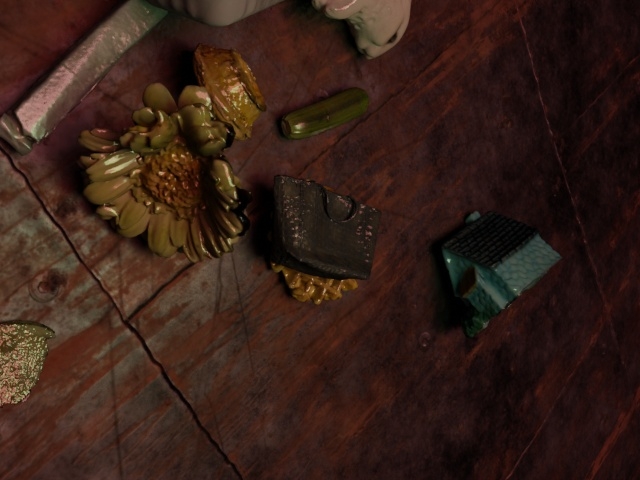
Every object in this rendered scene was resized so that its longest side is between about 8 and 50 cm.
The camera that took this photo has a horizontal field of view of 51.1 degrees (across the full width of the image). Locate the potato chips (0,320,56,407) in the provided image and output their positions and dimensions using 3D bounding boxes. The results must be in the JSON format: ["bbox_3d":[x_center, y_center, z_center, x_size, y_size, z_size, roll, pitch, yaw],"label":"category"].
[{"bbox_3d":[-0.482,0.191,0.976,0.209,0.026,0.142,-49,118,-30],"label":"potato chips"}]

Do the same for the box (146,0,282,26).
[{"bbox_3d":[-0.158,-0.434,1.069,0.337,0.264,0.106,-45,153,-47],"label":"box"}]

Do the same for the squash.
[{"bbox_3d":[0.014,-0.257,1.353,0.229,0.066,0.066,-28,110,-36],"label":"squash"}]

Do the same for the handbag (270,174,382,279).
[{"bbox_3d":[0.010,-0.018,1.286,0.270,0.089,0.175,18,74,-37],"label":"handbag"}]

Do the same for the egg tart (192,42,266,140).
[{"bbox_3d":[-0.151,-0.262,1.144,0.074,0.191,0.191,-28,118,10],"label":"egg tart"}]

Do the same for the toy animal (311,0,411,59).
[{"bbox_3d":[0.065,-0.530,1.316,0.357,0.194,0.258,30,68,-50],"label":"toy animal"}]

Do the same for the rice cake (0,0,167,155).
[{"bbox_3d":[-0.363,-0.267,1.026,0.066,0.063,0.336,48,62,-28],"label":"rice cake"}]

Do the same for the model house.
[{"bbox_3d":[0.397,0.065,1.649,0.261,0.226,0.241,-29,73,-40],"label":"model house"}]

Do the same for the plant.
[{"bbox_3d":[-0.203,-0.098,1.056,0.261,0.306,0.297,49,29,0],"label":"plant"}]

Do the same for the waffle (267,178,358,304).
[{"bbox_3d":[0.001,0.000,1.360,0.249,0.056,0.253,-7,95,-40],"label":"waffle"}]
